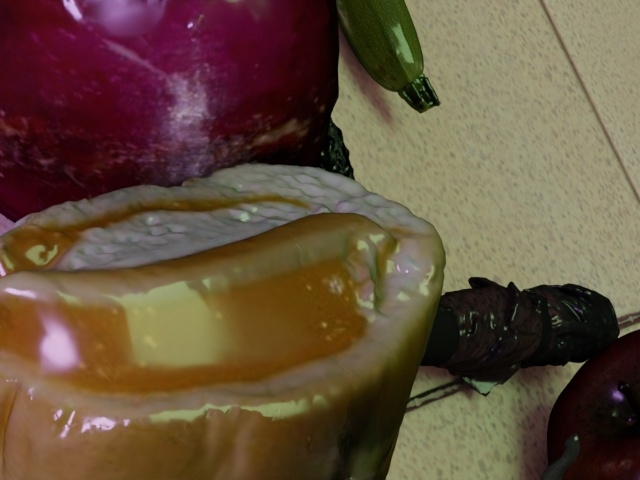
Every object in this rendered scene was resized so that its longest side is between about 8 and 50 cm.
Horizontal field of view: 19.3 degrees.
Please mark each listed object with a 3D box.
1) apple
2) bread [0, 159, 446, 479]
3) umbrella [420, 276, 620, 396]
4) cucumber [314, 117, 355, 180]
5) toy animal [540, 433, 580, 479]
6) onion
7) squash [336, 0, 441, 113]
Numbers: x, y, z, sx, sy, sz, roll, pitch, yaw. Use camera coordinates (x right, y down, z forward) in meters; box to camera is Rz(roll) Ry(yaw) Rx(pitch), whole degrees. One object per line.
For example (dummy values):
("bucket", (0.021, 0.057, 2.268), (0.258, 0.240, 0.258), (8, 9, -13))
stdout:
("apple", (0.312, 0.187, 1.651), (0.234, 0.234, 0.234), (33, 42, -35))
("bread", (-0.079, 0.146, 1.048), (0.300, 0.341, 0.210), (-8, 36, -46))
("umbrella", (0.161, 0.076, 1.649), (0.326, 0.094, 0.090), (2, 49, -53))
("cucumber", (0.002, 0.000, 1.511), (0.072, 0.072, 0.300), (29, 44, -38))
("toy animal", (0.201, 0.289, 1.499), (0.082, 0.137, 0.269), (-33, 100, -54))
("onion", (-0.174, -0.127, 1.199), (0.385, 0.348, 0.347), (-19, 79, -19))
("squash", (0.041, -0.229, 1.743), (0.066, 0.066, 0.252), (3, 62, -52))
